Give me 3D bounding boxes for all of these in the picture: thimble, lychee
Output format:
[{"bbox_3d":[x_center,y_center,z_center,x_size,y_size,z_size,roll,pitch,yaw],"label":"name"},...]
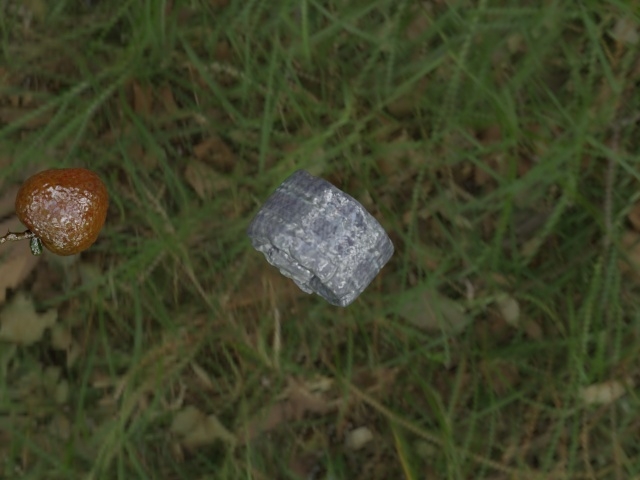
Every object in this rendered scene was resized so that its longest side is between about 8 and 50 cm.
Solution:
[{"bbox_3d":[-0.002,-0.002,1.577,0.150,0.150,0.098,43,78,-26],"label":"thimble"},{"bbox_3d":[-0.313,-0.032,1.636,0.140,0.101,0.114,-18,154,1],"label":"lychee"}]
